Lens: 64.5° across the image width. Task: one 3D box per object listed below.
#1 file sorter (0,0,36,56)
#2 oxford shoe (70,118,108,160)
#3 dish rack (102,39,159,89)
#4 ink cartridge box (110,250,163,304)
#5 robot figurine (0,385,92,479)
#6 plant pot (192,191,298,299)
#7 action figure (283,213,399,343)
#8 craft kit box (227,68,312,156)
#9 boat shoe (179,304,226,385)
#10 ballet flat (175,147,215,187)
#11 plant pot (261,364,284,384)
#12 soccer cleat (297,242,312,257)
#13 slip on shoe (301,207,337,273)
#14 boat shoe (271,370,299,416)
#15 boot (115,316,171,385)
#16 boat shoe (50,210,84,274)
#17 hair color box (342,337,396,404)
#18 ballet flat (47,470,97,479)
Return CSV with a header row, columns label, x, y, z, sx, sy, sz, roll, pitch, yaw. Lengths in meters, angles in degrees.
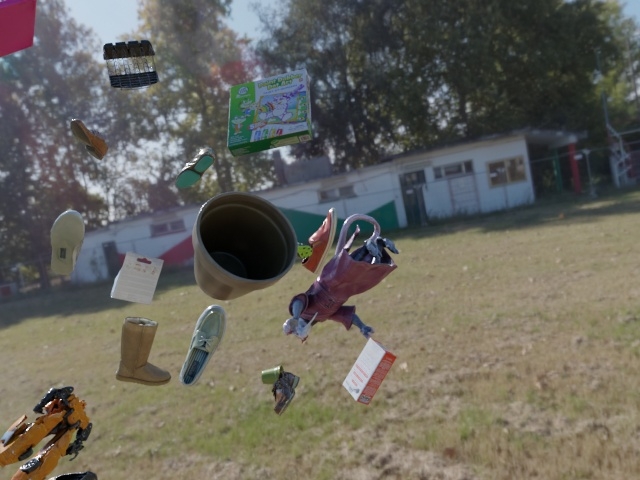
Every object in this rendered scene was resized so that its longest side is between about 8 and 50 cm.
label,x,y,z,sx,sy,sz,roll,pitch,yaw
file sorter,-0.949,-0.602,1.344,0.291,0.182,0.202,-44,5,-37
oxford shoe,-0.877,-0.399,1.933,0.076,0.076,0.212,25,-21,15
dish rack,-0.764,-0.702,2.056,0.208,0.271,0.074,-13,-26,-15
ink cartridge box,-0.686,0.140,1.901,0.145,0.179,0.045,18,-6,-33
robot figurine,-0.763,0.543,1.407,0.085,0.211,0.291,-11,18,19
plant pot,-0.273,0.052,1.629,0.323,0.323,0.280,-14,-22,-36
action figure,0.019,0.121,1.321,0.248,0.275,0.370,25,-61,-36
craft kit box,-0.151,-0.383,1.518,0.250,0.246,0.061,-10,-33,11
boat shoe,-0.411,0.376,1.802,0.109,0.302,0.094,21,-12,-11
ballet flat,-0.450,-0.265,1.837,0.206,0.067,0.073,-31,-46,28
plant pot,-0.189,0.534,1.994,0.079,0.083,0.083,-7,5,8
soccer cleat,-0.098,0.026,1.980,0.072,0.060,0.179,40,14,36
slip on shoe,0.000,0.000,2.330,0.101,0.331,0.123,19,21,-7
boat shoe,-0.102,0.401,1.343,0.060,0.064,0.178,32,13,-1
boot,-0.708,0.458,2.084,0.236,0.269,0.089,11,15,-25
boat shoe,-0.704,-0.007,1.416,0.079,0.227,0.081,15,36,-21
hair color box,0.144,0.386,1.500,0.053,0.167,0.093,30,3,-30
ballet flat,-0.724,0.690,1.471,0.173,0.049,0.057,-13,25,13
